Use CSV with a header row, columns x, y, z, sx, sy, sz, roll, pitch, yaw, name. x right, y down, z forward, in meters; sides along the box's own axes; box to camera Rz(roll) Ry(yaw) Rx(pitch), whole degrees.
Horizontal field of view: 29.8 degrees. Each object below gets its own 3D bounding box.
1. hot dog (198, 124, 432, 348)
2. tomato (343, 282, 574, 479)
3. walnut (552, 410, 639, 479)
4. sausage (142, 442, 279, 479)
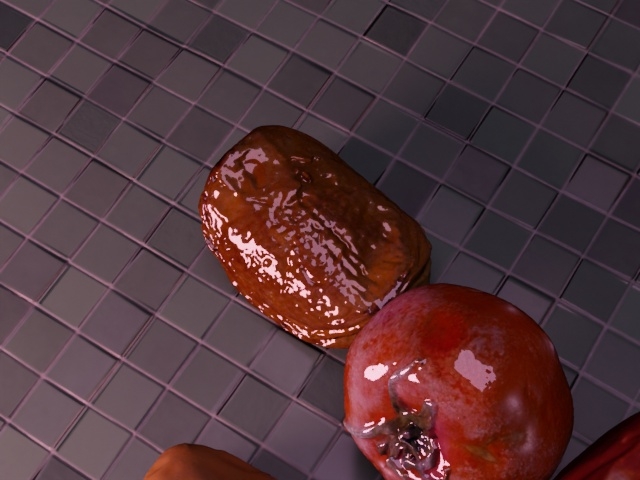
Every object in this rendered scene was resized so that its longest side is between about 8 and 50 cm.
x,y,z,sx,sy,sz,roll,pitch,yaw,name
0.000,0.000,1.324,0.272,0.122,0.196,38,74,15,hot dog
0.136,0.148,1.186,0.232,0.232,0.188,42,38,20,tomato
0.322,0.271,1.097,0.221,0.244,0.269,34,91,-26,walnut
-0.078,0.295,1.186,0.241,0.120,0.136,28,81,15,sausage
